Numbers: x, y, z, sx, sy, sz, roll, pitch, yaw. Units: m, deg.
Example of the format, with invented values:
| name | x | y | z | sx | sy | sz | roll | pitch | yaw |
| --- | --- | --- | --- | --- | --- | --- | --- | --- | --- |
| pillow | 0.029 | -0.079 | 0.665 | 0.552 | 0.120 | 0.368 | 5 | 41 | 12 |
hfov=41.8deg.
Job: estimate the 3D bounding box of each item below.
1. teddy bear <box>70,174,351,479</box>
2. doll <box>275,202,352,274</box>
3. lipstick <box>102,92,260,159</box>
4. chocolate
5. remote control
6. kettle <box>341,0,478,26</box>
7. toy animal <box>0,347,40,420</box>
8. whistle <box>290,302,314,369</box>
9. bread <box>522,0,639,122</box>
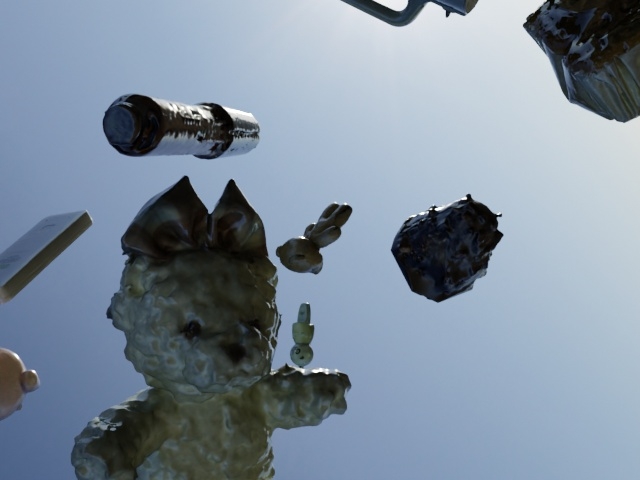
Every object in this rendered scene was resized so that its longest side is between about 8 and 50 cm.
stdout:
| name | x | y | z | sx | sy | sz | roll | pitch | yaw |
| --- | --- | --- | --- | --- | --- | --- | --- | --- | --- |
| teddy bear | -0.099 | 0.178 | 0.897 | 0.328 | 0.362 | 0.375 | -1 | -146 | -31 |
| doll | -0.006 | -0.006 | 0.904 | 0.051 | 0.093 | 0.061 | 31 | 169 | -30 |
| lipstick | -0.161 | -0.138 | 1.045 | 0.077 | 0.077 | 0.418 | 58 | -167 | 1 |
| chocolate | 0.200 | -0.007 | 1.224 | 0.156 | 0.133 | 0.156 | 11 | -121 | -18 |
| remote control | -0.473 | 0.025 | 1.356 | 0.250 | 0.103 | 0.034 | -59 | -45 | -54 |
| kettle | 0.127 | -0.423 | 1.236 | 0.243 | 0.210 | 0.160 | 22 | -144 | 15 |
| toy animal | -0.472 | 0.179 | 1.090 | 0.124 | 0.124 | 0.212 | 66 | -173 | 18 |
| whistle | -0.025 | 0.139 | 1.211 | 0.035 | 0.035 | 0.100 | 30 | -124 | -48 |
| bread | 0.358 | -0.251 | 0.959 | 0.109 | 0.210 | 0.192 | 52 | -169 | -36 |
